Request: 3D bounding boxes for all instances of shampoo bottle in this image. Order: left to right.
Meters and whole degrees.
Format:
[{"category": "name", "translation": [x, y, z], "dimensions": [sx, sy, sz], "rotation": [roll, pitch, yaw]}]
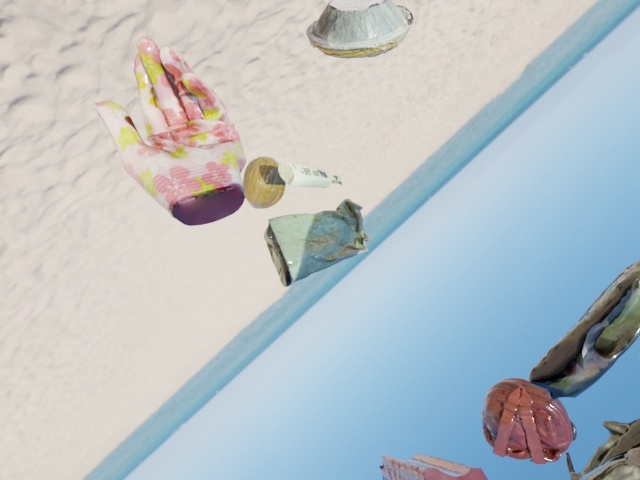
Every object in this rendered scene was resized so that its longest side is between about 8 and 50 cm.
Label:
[{"category": "shampoo bottle", "translation": [-0.013, -0.120, 0.782], "dimensions": [0.141, 0.049, 0.034], "rotation": [-2, 129, -46]}]

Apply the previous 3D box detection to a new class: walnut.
[{"category": "walnut", "translation": [-0.132, -0.131, 0.957], "dimensions": [0.124, 0.105, 0.105], "rotation": [-67, 169, 9]}]

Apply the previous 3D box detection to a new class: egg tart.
[{"category": "egg tart", "translation": [0.082, -0.479, 0.904], "dimensions": [0.234, 0.234, 0.094], "rotation": [-40, 143, -22]}]

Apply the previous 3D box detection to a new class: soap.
[{"category": "soap", "translation": [0.156, 0.401, 0.608], "dimensions": [0.099, 0.162, 0.250], "rotation": [-4, 160, -12]}]

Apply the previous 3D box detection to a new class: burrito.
[{"category": "burrito", "translation": [0.000, 0.000, 0.882], "dimensions": [0.229, 0.143, 0.089], "rotation": [-17, 167, -25]}]

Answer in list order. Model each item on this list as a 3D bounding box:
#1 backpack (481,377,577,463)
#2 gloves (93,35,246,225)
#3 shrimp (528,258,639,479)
[{"category": "backpack", "translation": [0.508, 0.444, 1.042], "dimensions": [0.139, 0.229, 0.229], "rotation": [-37, 171, -43]}, {"category": "gloves", "translation": [-0.188, -0.143, 0.545], "dimensions": [0.145, 0.241, 0.126], "rotation": [-29, 157, 12]}, {"category": "shrimp", "translation": [0.223, 0.119, 0.292], "dimensions": [0.445, 0.085, 0.272], "rotation": [-54, -176, 23]}]
